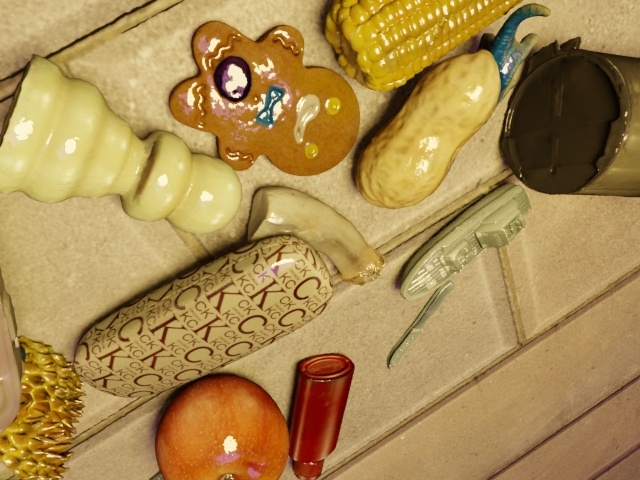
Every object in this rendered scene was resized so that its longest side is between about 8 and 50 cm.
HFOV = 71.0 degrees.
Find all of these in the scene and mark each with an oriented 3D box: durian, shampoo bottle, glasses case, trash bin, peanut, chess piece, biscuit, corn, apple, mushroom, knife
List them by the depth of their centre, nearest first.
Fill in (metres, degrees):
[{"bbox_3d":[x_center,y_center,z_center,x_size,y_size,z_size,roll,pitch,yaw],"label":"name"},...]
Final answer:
[{"bbox_3d":[-0.199,-0.078,0.483,0.243,0.133,0.133,20,107,-38],"label":"chess piece"},{"bbox_3d":[0.165,-0.299,0.503,0.345,0.131,0.131,-34,125,-3],"label":"corn"},{"bbox_3d":[-0.053,-0.161,0.545,0.236,0.039,0.179,15,109,-31],"label":"biscuit"},{"bbox_3d":[0.131,-0.127,0.560,0.120,0.110,0.236,-30,165,-46],"label":"peanut"},{"bbox_3d":[-0.395,0.217,0.583,0.139,0.144,0.252,-3,134,21],"label":"durian"},{"bbox_3d":[-0.152,0.108,0.591,0.355,0.085,0.137,-26,133,7],"label":"glasses case"},{"bbox_3d":[0.003,-0.004,0.629,0.223,0.081,0.092,24,87,-34],"label":"mushroom"},{"bbox_3d":[0.454,-0.160,0.659,0.302,0.203,0.251,-2,78,-21],"label":"trash bin"},{"bbox_3d":[-0.146,0.313,0.686,0.201,0.162,0.201,-11,123,-18],"label":"apple"},{"bbox_3d":[-0.008,0.327,0.814,0.102,0.064,0.260,-3,119,-26],"label":"shampoo bottle"},{"bbox_3d":[0.181,0.159,0.833,0.028,0.015,0.210,24,106,-38],"label":"knife"}]

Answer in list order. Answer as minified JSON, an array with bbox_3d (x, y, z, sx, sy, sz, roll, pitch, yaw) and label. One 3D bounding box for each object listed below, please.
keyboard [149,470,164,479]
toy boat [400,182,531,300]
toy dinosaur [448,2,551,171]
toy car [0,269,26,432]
[{"bbox_3d":[-0.227,0.452,0.819,0.055,0.014,0.176,-38,125,4],"label":"keyboard"},{"bbox_3d":[0.234,0.010,0.730,0.261,0.085,0.078,-39,126,1],"label":"toy boat"},{"bbox_3d":[0.201,-0.174,0.581,0.075,0.247,0.188,29,85,7],"label":"toy dinosaur"},{"bbox_3d":[-0.477,0.074,0.403,0.336,0.226,0.241,-10,116,-31],"label":"toy car"}]
